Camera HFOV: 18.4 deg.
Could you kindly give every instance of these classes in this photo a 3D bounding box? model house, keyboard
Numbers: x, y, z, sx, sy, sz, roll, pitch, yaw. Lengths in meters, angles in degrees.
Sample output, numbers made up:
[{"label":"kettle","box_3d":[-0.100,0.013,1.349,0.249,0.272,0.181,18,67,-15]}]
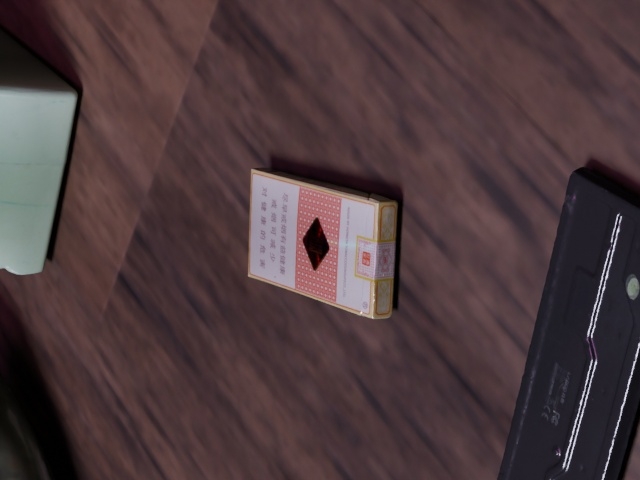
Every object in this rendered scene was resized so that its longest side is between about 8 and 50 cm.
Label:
[{"label":"model house","box_3d":[-0.209,-0.048,0.925,0.127,0.149,0.100,38,120,45]},{"label":"keyboard","box_3d":[0.085,0.055,0.668,0.053,0.010,0.155,36,123,45]}]

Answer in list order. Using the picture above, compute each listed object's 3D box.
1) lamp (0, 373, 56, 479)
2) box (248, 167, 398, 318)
[{"label":"lamp","box_3d":[-0.160,0.166,0.933,0.101,0.101,0.250,-29,64,50]},{"label":"box","box_3d":[0.000,0.000,0.770,0.083,0.012,0.046,16,107,51]}]
